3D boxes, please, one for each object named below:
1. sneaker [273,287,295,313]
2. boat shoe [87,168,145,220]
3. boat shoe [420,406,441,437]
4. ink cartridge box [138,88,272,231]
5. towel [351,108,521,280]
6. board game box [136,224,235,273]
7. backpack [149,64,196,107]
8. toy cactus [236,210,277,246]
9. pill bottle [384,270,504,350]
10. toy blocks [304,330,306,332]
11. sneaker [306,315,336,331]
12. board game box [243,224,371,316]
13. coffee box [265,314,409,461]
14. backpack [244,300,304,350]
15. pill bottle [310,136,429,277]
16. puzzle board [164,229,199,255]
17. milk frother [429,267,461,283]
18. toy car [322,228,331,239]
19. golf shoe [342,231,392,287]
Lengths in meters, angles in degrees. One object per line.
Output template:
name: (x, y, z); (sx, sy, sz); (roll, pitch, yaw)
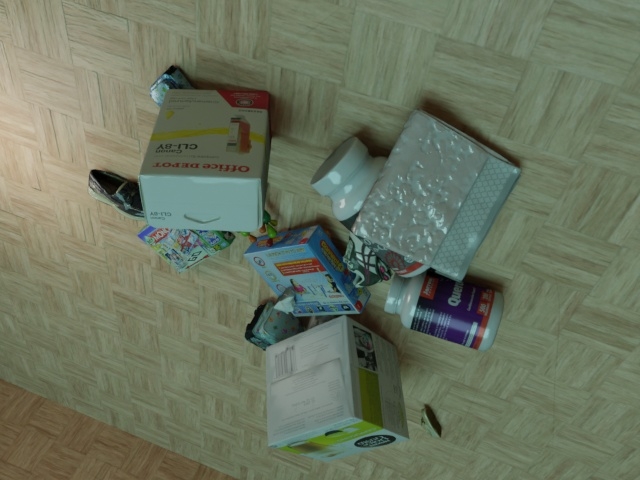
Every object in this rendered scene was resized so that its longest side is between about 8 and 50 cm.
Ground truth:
sneaker: (-0.104, 0.198, 1.971); (0.061, 0.053, 0.152); (32, 153, -6)
boat shoe: (-0.648, -0.153, 2.006); (0.285, 0.102, 0.092); (25, 142, 11)
boat shoe: (0.412, 0.702, 2.325); (0.059, 0.063, 0.170); (-11, 126, 26)
ink cartridge box: (-0.270, -0.212, 1.510); (0.280, 0.384, 0.160); (1, 134, -3)
towel: (0.284, -0.101, 1.468); (0.317, 0.053, 0.331); (25, 99, -12)
board game box: (-0.467, -0.015, 2.087); (0.317, 0.046, 0.213); (-27, 116, 41)
backpack: (-0.403, -0.400, 1.663); (0.105, 0.084, 0.114); (-24, 120, 42)
toy cactus: (-0.207, -0.096, 1.854); (0.219, 0.112, 0.180); (38, 115, 16)
pill bottle: (0.361, 0.197, 1.785); (0.323, 0.181, 0.181); (16, 136, 11)
toy blocks: (-0.035, 0.410, 2.272); (0.123, 0.054, 0.148); (29, 137, -1)
sneaker: (0.027, 0.271, 2.108); (0.094, 0.080, 0.212); (21, 145, -10)
board game box: (-0.045, 0.108, 1.932); (0.308, 0.086, 0.301); (-9, 126, 45)
coffee box: (0.052, 0.502, 2.001); (0.338, 0.337, 0.334); (-26, 141, 27)
backpack: (-0.149, 0.322, 2.165); (0.188, 0.165, 0.144); (42, 140, -20)
pill bottle: (0.161, -0.088, 1.593); (0.363, 0.210, 0.210); (42, 135, -14)
puzzle board: (-0.473, -0.005, 2.057); (0.096, 0.011, 0.128); (33, 136, -6)
milk frother: (0.346, 0.061, 1.693); (0.135, 0.143, 0.129); (23, 132, 5)
toy car: (0.000, 0.000, 1.884); (0.060, 0.040, 0.122); (39, 147, 3)
golf shoe: (0.117, 0.031, 1.774); (0.120, 0.105, 0.272); (-26, 121, 0)
